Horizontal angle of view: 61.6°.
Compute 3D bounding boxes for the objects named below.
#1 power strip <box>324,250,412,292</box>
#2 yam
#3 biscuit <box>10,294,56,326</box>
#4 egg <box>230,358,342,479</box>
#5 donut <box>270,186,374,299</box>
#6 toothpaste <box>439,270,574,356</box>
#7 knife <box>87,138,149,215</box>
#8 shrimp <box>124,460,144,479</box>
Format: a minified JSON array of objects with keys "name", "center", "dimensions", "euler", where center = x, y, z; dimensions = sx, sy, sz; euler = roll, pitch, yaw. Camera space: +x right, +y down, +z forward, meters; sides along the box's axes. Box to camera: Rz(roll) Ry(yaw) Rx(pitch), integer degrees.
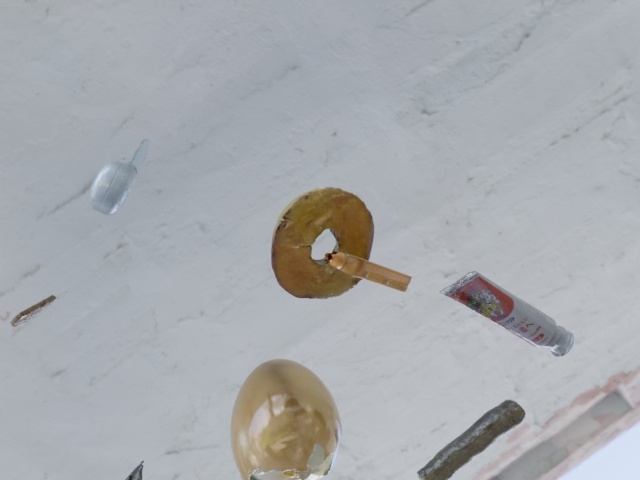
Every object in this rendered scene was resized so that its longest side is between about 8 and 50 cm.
[{"name":"power strip","center":[0.069,0.043,0.781],"dimensions":[0.178,0.049,0.028],"euler":[21,-92,-44]},{"name":"yam","center":[0.315,0.424,1.121],"dimensions":[0.274,0.061,0.061],"euler":[-29,-54,-19]},{"name":"biscuit","center":[-0.485,0.121,0.901],"dimensions":[0.082,0.092,0.016],"euler":[-36,-82,-14]},{"name":"egg","center":[-0.065,0.327,0.970],"dimensions":[0.201,0.244,0.201],"euler":[-11,-41,-9]},{"name":"donut","center":[0.000,0.000,0.824],"dimensions":[0.162,0.065,0.178],"euler":[12,-75,-21]},{"name":"toothpaste","center":[0.322,0.122,0.912],"dimensions":[0.234,0.057,0.089],"euler":[30,-40,-10]},{"name":"knife","center":[-0.280,-0.112,0.796],"dimensions":[0.044,0.331,0.080],"euler":[25,-77,-16]},{"name":"shrimp","center":[-0.171,0.366,0.530],"dimensions":[0.233,0.365,0.071],"euler":[-26,-61,6]}]
